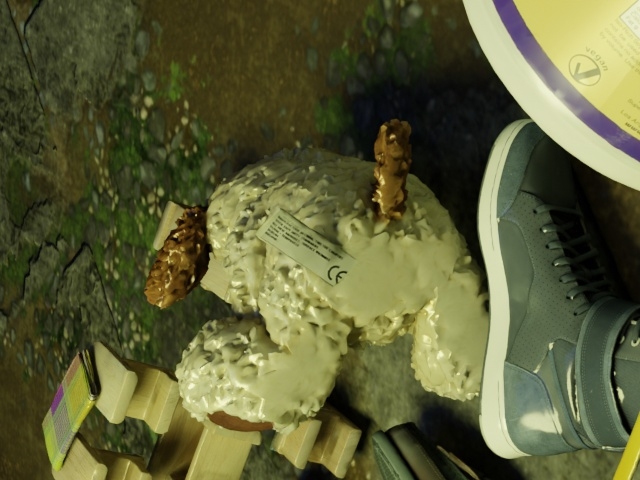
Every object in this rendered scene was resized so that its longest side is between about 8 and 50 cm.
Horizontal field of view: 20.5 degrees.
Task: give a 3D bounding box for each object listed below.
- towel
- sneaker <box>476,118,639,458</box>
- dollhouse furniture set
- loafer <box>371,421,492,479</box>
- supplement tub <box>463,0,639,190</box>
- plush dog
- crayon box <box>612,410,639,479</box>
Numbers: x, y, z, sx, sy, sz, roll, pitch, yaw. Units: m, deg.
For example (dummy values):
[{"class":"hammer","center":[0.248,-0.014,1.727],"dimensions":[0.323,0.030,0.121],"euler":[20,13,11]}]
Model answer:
[{"class":"towel","center":[-0.195,0.132,1.382],"dimensions":[0.083,0.009,0.060],"euler":[-61,32,27]},{"class":"sneaker","center":[0.183,0.027,1.136],"dimensions":[0.163,0.086,0.226],"euler":[-6,82,47]},{"class":"dollhouse furniture set","center":[-0.089,0.111,1.440],"dimensions":[0.161,0.212,0.242],"euler":[32,104,61]},{"class":"loafer","center":[0.129,0.227,1.269],"dimensions":[0.267,0.084,0.096],"euler":[56,169,39]},{"class":"supplement tub","center":[0.244,-0.191,0.864],"dimensions":[0.331,0.241,0.241],"euler":[-43,60,50]},{"class":"plush dog","center":[0.000,0.000,1.243],"dimensions":[0.225,0.262,0.211],"euler":[-148,53,-60]},{"class":"crayon box","center":[0.264,0.181,0.942],"dimensions":[0.318,0.081,0.202],"euler":[-120,42,-57]}]
